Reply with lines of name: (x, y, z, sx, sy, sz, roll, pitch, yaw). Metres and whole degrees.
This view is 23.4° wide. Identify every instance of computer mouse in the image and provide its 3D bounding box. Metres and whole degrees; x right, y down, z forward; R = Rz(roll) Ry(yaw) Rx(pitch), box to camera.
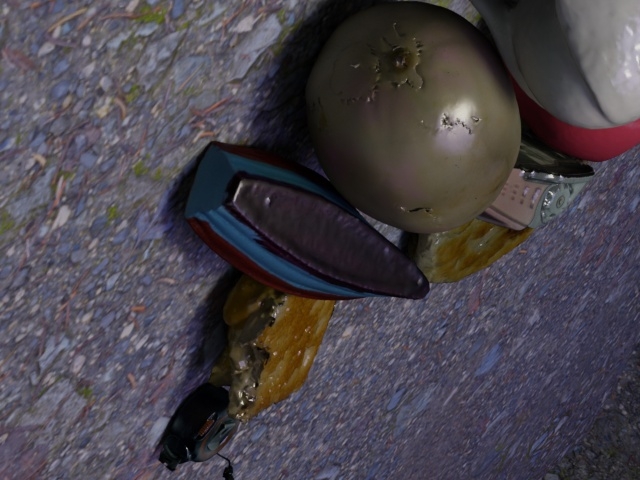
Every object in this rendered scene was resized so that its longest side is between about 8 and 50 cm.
computer mouse: (0.200, -0.079, 1.953, 0.389, 0.199, 0.115, -2, 117, -46)

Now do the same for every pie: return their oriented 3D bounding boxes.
pie: (0.256, -0.060, 2.215, 0.337, 0.075, 0.337, -31, 149, -21)

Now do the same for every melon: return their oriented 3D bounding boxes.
melon: (0.100, -0.128, 1.649, 0.223, 0.223, 0.317, -52, 157, -6)

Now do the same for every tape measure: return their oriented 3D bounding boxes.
tape measure: (-0.109, 0.263, 1.887, 0.104, 0.180, 0.107, 10, 117, -49)

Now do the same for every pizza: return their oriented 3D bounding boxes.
pizza: (-0.056, 0.094, 1.842, 0.223, 0.089, 0.323, -43, 155, -41)

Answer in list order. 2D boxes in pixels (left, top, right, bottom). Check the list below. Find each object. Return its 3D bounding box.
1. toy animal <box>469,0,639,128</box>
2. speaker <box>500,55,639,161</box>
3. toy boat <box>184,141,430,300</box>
toy animal: (0.245, -0.247, 1.504, 0.174, 0.289, 0.249, -37, -179, -18)
speaker: (0.363, -0.240, 1.956, 0.294, 0.294, 0.294, -44, 157, -24)
toy boat: (0.000, 0.000, 1.687, 0.392, 0.079, 0.136, 28, 80, -50)
